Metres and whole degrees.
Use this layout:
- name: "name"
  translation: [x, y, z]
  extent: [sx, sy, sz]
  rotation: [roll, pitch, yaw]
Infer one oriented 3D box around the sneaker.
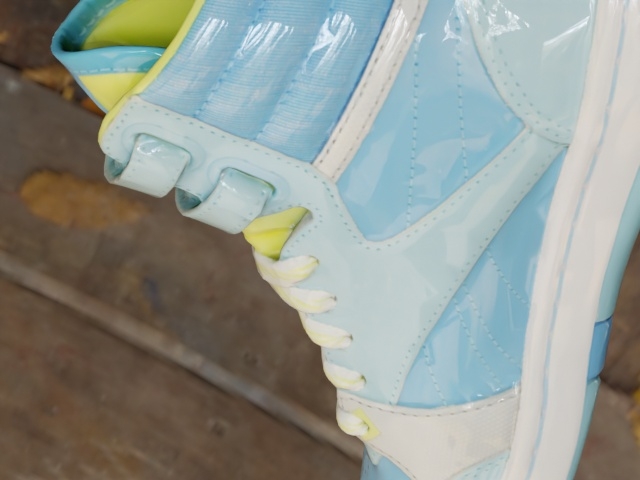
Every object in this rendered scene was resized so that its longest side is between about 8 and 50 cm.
- name: "sneaker"
  translation: [0.000, 0.000, 0.628]
  extent: [0.208, 0.319, 0.127]
  rotation: [7, 27, -9]
